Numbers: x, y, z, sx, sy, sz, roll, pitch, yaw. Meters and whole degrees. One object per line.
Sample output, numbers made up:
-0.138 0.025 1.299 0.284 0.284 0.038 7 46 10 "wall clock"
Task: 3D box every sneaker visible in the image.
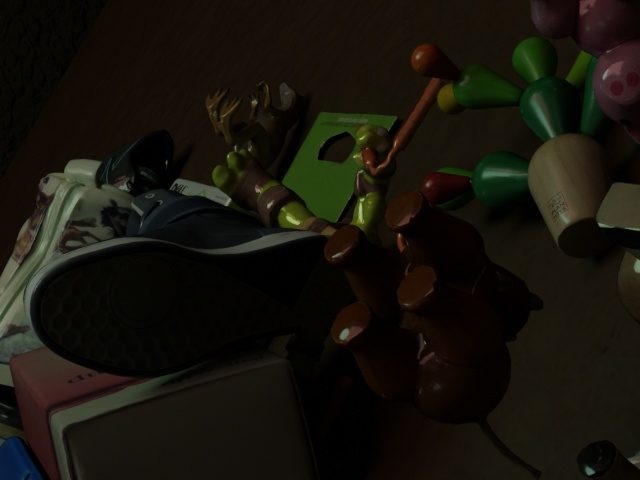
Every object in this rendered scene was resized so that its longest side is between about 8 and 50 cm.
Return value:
-0.113 0.022 0.852 0.163 0.226 0.086 18 107 48 "sneaker"
-0.243 -0.032 1.560 0.106 0.101 0.267 -35 30 40 "sneaker"

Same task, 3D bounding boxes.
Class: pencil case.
-0.305 0.121 1.362 0.410 0.160 0.183 -62 -22 -14 "pencil case"

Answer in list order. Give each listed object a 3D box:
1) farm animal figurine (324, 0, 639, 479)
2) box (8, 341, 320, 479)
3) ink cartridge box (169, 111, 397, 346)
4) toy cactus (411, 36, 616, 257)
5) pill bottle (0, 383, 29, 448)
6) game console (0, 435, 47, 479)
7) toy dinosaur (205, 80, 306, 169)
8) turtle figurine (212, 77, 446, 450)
0.185 -0.015 0.506 0.330 0.172 0.327 -48 33 0 "farm animal figurine"
-0.109 0.135 0.885 0.149 0.126 0.232 -16 10 -19 "box"
-0.066 -0.025 1.155 0.255 0.097 0.189 -60 21 -5 "ink cartridge box"
0.138 -0.072 0.785 0.219 0.112 0.180 -35 38 27 "toy cactus"
-0.294 0.250 1.201 0.123 0.123 0.219 15 85 69 "pill bottle"
-0.188 0.301 0.853 0.173 0.250 0.293 -32 16 -14 "game console"
-0.067 -0.086 1.277 0.064 0.112 0.211 -5 48 46 "toy dinosaur"
0.000 0.000 0.962 0.217 0.087 0.269 23 98 46 "turtle figurine"
